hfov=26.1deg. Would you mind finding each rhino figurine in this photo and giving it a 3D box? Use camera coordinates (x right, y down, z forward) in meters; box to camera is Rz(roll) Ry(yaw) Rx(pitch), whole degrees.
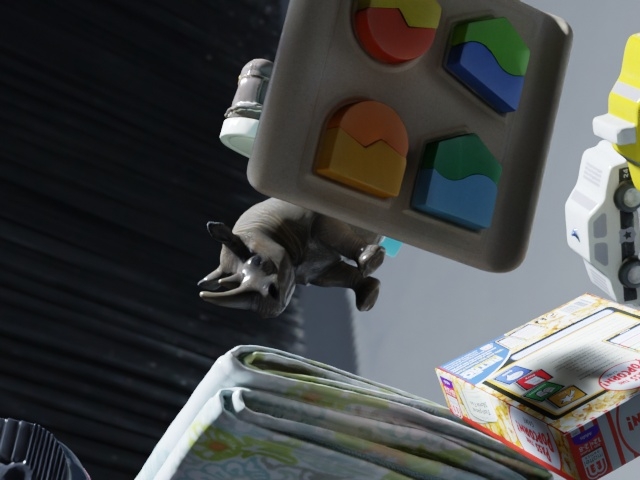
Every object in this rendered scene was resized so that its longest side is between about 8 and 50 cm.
[{"bbox_3d":[0.000,0.000,0.969,0.106,0.243,0.073,35,129,25],"label":"rhino figurine"}]

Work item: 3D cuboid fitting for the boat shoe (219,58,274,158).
[{"bbox_3d":[-0.004,-0.121,1.657,0.117,0.324,0.096,5,79,32],"label":"boat shoe"}]

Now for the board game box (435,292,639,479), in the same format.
[{"bbox_3d":[0.193,0.102,1.012,0.147,0.045,0.193,-25,16,-16],"label":"board game box"}]

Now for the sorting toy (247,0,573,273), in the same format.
[{"bbox_3d":[0.069,-0.095,0.925,0.038,0.208,0.193,-7,67,65],"label":"sorting toy"}]

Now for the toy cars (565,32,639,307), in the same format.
[{"bbox_3d":[0.325,-0.067,1.511,0.393,0.087,0.176,96,160,-59],"label":"toy cars"}]

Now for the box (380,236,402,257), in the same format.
[{"bbox_3d":[0.023,-0.070,1.352,0.060,0.101,0.244,-62,16,15],"label":"box"}]

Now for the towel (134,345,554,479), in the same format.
[{"bbox_3d":[-0.010,0.253,1.230,0.090,0.321,0.374,-87,23,-45],"label":"towel"}]

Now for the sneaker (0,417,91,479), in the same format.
[{"bbox_3d":[-0.325,0.183,1.083,0.319,0.131,0.112,12,68,18],"label":"sneaker"}]
